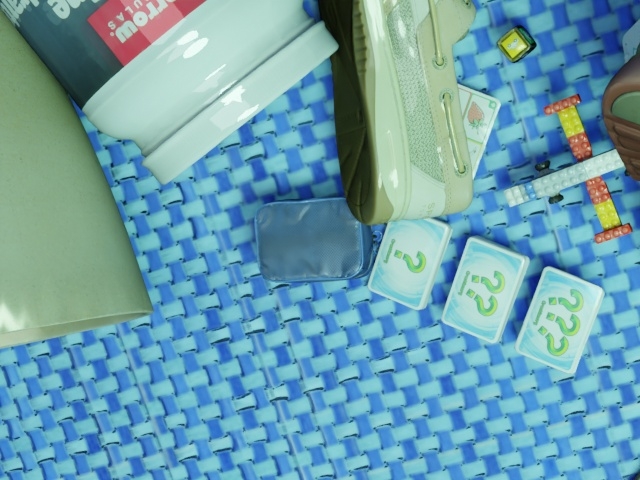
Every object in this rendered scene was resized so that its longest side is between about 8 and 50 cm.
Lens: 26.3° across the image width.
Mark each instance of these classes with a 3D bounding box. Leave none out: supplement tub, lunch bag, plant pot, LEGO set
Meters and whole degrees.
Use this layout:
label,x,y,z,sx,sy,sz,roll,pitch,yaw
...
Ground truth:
label,x,y,z,sx,sy,sz,roll,pitch,yaw
supplement tub,-0.134,-0.197,0.995,0.191,0.191,0.272,-37,96,14
lunch bag,0.000,0.000,1.094,0.098,0.065,0.067,-2,88,9
plant pot,-0.279,-0.053,1.041,0.257,0.256,0.274,-12,86,10
LEGO set,0.149,-0.033,1.052,0.182,0.060,0.244,24,108,16

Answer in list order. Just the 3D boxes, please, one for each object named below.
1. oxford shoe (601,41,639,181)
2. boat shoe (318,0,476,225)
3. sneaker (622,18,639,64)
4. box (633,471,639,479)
label,x,y,z,sx,sy,sz,roll,pitch,yaw
oxford shoe,0.304,-0.044,0.962,0.123,0.348,0.130,19,68,34
boat shoe,0.061,-0.165,1.030,0.098,0.109,0.302,-6,92,-17
sneaker,0.257,-0.130,1.041,0.061,0.054,0.152,26,112,26
box,0.339,0.257,1.120,0.201,0.021,0.164,37,103,8
